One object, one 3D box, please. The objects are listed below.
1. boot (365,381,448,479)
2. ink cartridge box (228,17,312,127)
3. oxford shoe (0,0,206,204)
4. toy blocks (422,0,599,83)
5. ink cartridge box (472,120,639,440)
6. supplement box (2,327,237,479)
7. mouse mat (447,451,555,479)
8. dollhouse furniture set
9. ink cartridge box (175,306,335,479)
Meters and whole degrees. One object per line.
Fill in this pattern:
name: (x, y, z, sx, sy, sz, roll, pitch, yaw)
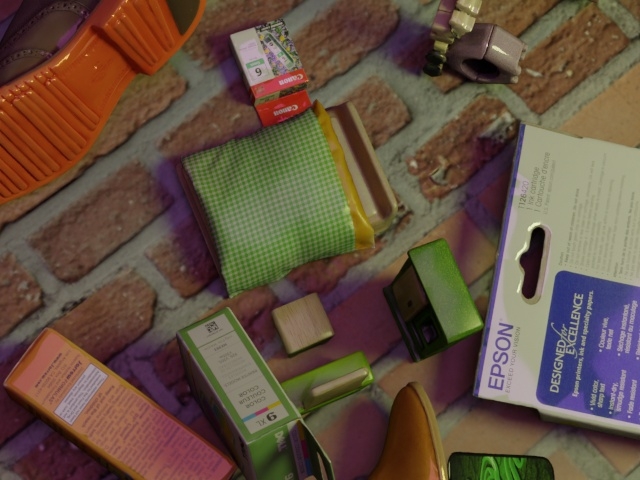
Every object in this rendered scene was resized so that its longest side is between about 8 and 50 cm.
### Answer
boot: (0.017, 0.288, 1.569, 0.211, 0.104, 0.295, -2, 80, -8)
ink cartridge box: (-0.049, -0.174, 1.721, 0.063, 0.029, 0.115, -20, 78, -11)
oxford shoe: (-0.284, -0.172, 1.667, 0.363, 0.130, 0.133, -42, 51, -8)
toy blocks: (0.283, -0.320, 1.663, 0.260, 0.288, 0.309, 18, 71, 4)
ink cartridge box: (0.327, 0.054, 1.688, 0.307, 0.072, 0.304, 12, 75, -1)
supplement box: (-0.196, 0.186, 1.585, 0.233, 0.078, 0.080, 34, 74, 3)
mouse mat: (0.186, 0.305, 1.593, 0.152, 0.007, 0.190, 8, 70, -39)
dollhouse furniture set: (0.000, 0.000, 1.614, 0.197, 0.151, 0.301, -22, 80, -12)
ink cartridge box: (-0.061, 0.175, 1.545, 0.062, 0.109, 0.209, -27, 53, -14)
